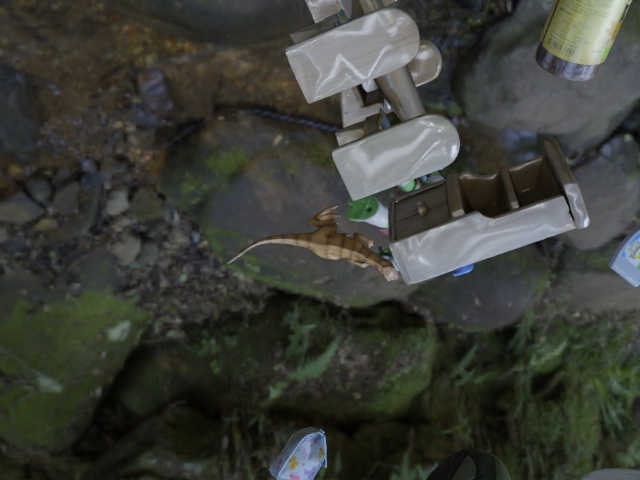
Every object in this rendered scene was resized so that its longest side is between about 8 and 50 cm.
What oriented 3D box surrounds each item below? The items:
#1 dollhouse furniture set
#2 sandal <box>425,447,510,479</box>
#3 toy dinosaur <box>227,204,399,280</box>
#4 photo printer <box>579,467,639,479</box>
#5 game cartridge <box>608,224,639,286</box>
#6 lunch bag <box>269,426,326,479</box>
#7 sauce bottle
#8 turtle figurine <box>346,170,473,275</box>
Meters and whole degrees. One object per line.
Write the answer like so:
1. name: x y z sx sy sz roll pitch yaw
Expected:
1. dollhouse furniture set: 0.159 -0.176 1.163 0.256 0.362 0.394 -20 113 13
2. sandal: 0.090 0.289 0.746 0.086 0.120 0.303 21 133 -10
3. toy dinosaur: 0.000 0.000 1.123 0.211 0.112 0.064 10 111 3
4. photo printer: 0.241 0.277 0.465 0.107 0.307 0.256 -32 123 -15
5. game cartridge: 0.432 0.015 1.195 0.056 0.017 0.083 37 98 -6
6. lunch bag: -0.022 0.284 1.156 0.053 0.083 0.071 34 167 -7
7. sauce bottle: 0.427 -0.407 1.317 0.111 0.111 0.344 2 133 -15
8. turtle figurine: 0.144 -0.052 1.627 0.197 0.275 0.266 -37 137 16
